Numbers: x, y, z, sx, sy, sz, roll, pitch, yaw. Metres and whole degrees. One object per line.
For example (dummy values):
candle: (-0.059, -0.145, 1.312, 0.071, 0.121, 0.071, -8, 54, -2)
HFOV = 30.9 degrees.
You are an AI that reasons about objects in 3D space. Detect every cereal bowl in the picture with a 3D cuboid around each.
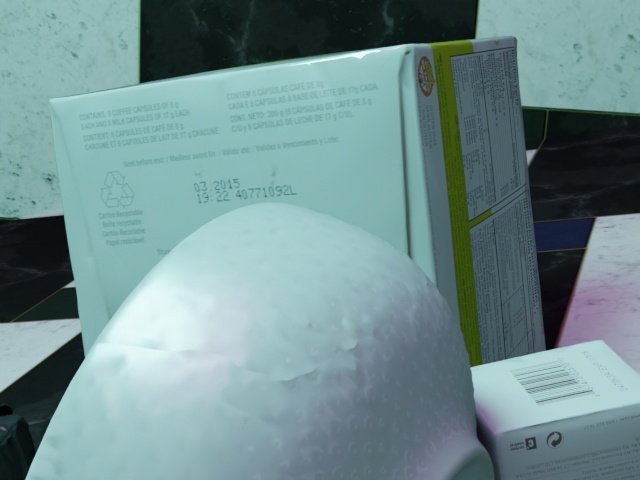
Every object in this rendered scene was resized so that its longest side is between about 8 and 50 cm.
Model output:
cereal bowl: (-0.006, 0.159, 0.587, 0.141, 0.339, 0.339, 15, 25, 25)

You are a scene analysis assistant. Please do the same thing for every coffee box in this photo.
coffee box: (0.000, 0.000, 1.079, 0.337, 0.338, 0.334, -3, 10, 24)

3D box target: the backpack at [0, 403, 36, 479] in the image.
backpack: (-0.349, 0.216, 0.997, 0.182, 0.115, 0.152, -11, 3, 2)

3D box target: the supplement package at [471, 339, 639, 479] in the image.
supplement package: (0.152, 0.168, 0.704, 0.105, 0.179, 0.105, -11, 15, -6)
